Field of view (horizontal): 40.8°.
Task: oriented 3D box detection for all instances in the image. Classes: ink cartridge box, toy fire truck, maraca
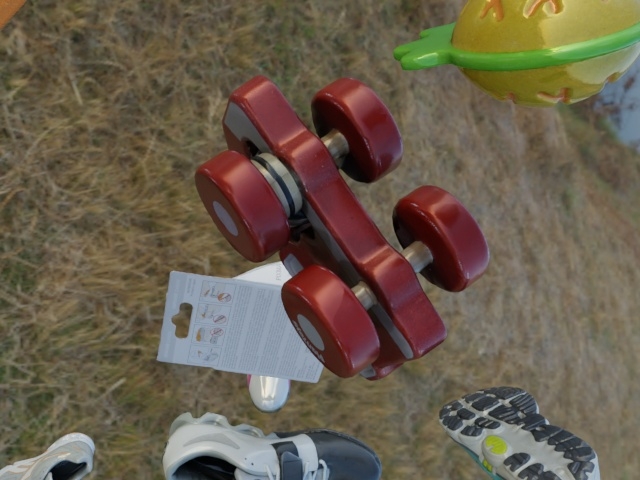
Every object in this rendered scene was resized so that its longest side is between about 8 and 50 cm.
[{"bbox_3d":[-0.091,0.101,1.130,0.056,0.224,0.181,-89,-168,-48],"label":"ink cartridge box"},{"bbox_3d":[0.000,0.000,0.832,0.169,0.254,0.302,-36,87,-19],"label":"toy fire truck"},{"bbox_3d":[0.141,-0.145,0.610,0.127,0.185,0.099,-36,121,-45],"label":"maraca"}]

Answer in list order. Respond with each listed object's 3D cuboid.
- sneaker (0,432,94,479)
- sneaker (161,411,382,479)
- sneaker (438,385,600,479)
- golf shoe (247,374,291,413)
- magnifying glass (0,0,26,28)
[{"bbox_3d":[-0.589,0.502,1.782,0.262,0.121,0.099,-35,109,-11],"label":"sneaker"},{"bbox_3d":[-0.073,0.350,1.269,0.146,0.330,0.122,-85,-179,-73],"label":"sneaker"},{"bbox_3d":[0.211,0.244,0.942,0.275,0.107,0.110,-134,-154,-70],"label":"sneaker"},{"bbox_3d":[-0.079,0.172,1.313,0.086,0.067,0.186,85,5,-49],"label":"golf shoe"},{"bbox_3d":[-0.469,-0.255,1.144,0.092,0.231,0.026,32,28,-40],"label":"magnifying glass"}]
